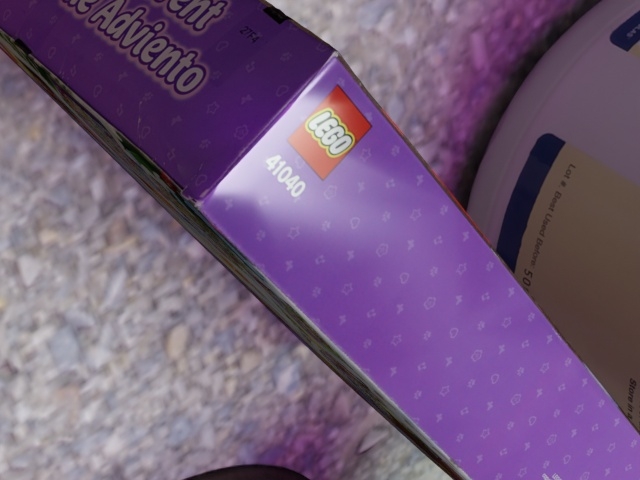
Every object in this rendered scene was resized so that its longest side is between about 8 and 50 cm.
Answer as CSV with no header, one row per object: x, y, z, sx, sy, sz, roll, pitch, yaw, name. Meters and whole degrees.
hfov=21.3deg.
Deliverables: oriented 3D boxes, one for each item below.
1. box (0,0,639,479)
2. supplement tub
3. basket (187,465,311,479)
0.000,0.000,0.586,0.057,0.201,0.293,-47,137,-4,box
0.241,0.039,0.722,0.235,0.325,0.235,-21,129,-29,supplement tub
-0.012,0.227,0.703,0.204,0.227,0.154,-32,133,-21,basket
